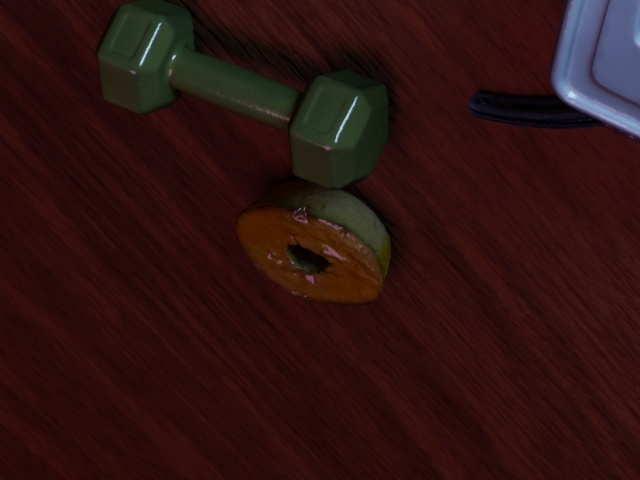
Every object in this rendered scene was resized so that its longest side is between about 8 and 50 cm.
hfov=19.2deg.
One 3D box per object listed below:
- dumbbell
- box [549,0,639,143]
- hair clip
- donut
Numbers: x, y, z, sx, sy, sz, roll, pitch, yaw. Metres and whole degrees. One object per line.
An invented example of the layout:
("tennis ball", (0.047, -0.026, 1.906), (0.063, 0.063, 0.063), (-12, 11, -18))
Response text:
("dumbbell", (-0.080, -0.148, 1.875), (0.302, 0.121, 0.108), (21, 171, 20))
("box", (0.306, -0.209, 1.415), (0.193, 0.167, 0.294), (28, 145, 15))
("hair clip", (0.239, -0.124, 1.681), (0.275, 0.048, 0.083), (-10, 129, 48))
("donut", (0.000, 0.000, 2.019), (0.178, 0.065, 0.162), (7, 141, 34))
